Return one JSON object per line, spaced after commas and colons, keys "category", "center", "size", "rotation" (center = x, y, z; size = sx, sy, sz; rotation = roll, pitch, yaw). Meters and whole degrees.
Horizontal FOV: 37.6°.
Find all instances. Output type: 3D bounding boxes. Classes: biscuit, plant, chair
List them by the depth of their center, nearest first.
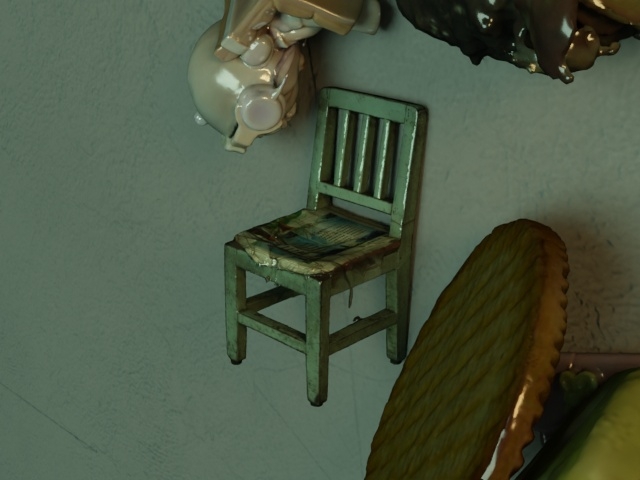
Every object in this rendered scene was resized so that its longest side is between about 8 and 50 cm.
{"category": "plant", "center": [0.157, -0.215, 0.660], "size": [0.234, 0.204, 0.178], "rotation": [31, 132, 47]}
{"category": "biscuit", "center": [0.110, 0.129, 0.756], "size": [0.040, 0.318, 0.318], "rotation": [24, 127, -7]}
{"category": "chair", "center": [0.000, 0.000, 0.908], "size": [0.136, 0.147, 0.270], "rotation": [21, 118, 39]}

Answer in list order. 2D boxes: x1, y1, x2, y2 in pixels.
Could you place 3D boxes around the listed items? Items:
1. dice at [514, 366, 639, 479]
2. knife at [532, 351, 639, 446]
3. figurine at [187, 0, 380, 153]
{"category": "dice", "center": [0.231, 0.249, 0.660], "size": [0.227, 0.238, 0.233], "rotation": [40, 135, 13]}
{"category": "knife", "center": [0.285, 0.123, 0.741], "size": [0.398, 0.038, 0.132], "rotation": [-5, 101, 44]}
{"category": "figurine", "center": [-0.050, -0.181, 0.925], "size": [0.237, 0.141, 0.162], "rotation": [-53, 28, 42]}
